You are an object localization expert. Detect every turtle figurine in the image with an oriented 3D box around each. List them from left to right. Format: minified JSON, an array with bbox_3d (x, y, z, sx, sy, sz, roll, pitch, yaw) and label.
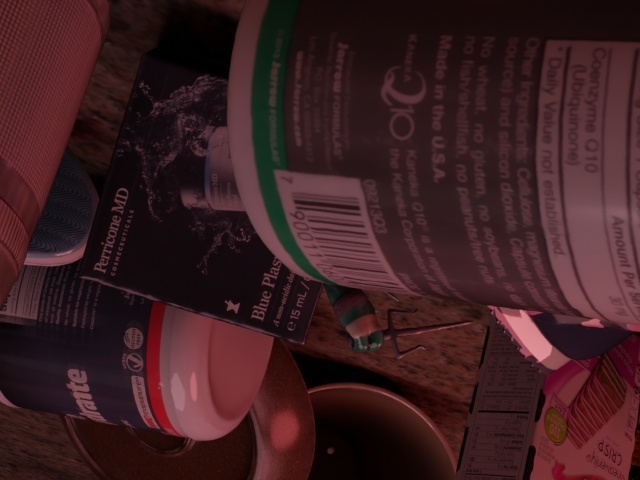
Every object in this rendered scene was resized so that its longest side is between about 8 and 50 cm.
[{"bbox_3d":[0.000,0.000,1.079,0.234,0.118,0.175,7,-161,-5],"label":"turtle figurine"}]

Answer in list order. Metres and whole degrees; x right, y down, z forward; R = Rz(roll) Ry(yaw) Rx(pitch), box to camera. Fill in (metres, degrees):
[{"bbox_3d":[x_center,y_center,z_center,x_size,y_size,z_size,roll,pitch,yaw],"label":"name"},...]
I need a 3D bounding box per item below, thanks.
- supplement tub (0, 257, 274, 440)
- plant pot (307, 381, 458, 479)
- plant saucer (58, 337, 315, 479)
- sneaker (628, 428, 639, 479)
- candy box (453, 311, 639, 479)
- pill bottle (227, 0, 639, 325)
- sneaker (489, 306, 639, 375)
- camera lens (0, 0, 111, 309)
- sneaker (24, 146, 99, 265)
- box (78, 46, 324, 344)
[{"bbox_3d":[-0.191,0.063,1.242,0.272,0.191,0.191,7,157,19],"label":"supplement tub"},{"bbox_3d":[0.006,0.283,1.623,0.256,0.256,0.274,19,175,-8],"label":"plant pot"},{"bbox_3d":[-0.153,0.166,1.406,0.311,0.050,0.310,13,120,23],"label":"plant saucer"},{"bbox_3d":[0.383,0.242,1.424,0.121,0.099,0.262,19,159,-20],"label":"sneaker"},{"bbox_3d":[0.191,0.159,1.162,0.071,0.233,0.159,-4,151,40],"label":"candy box"},{"bbox_3d":[0.154,-0.061,0.675,0.361,0.204,0.204,6,157,30],"label":"pill bottle"},{"bbox_3d":[0.147,-0.027,0.961,0.131,0.112,0.319,-23,140,20],"label":"sneaker"},{"bbox_3d":[-0.261,-0.078,0.840,0.219,0.274,0.219,13,158,6],"label":"camera lens"},{"bbox_3d":[-0.329,-0.044,1.176,0.319,0.127,0.208,25,156,2],"label":"sneaker"},{"bbox_3d":[-0.062,-0.032,0.950,0.158,0.156,0.093,17,-171,-4],"label":"box"}]
